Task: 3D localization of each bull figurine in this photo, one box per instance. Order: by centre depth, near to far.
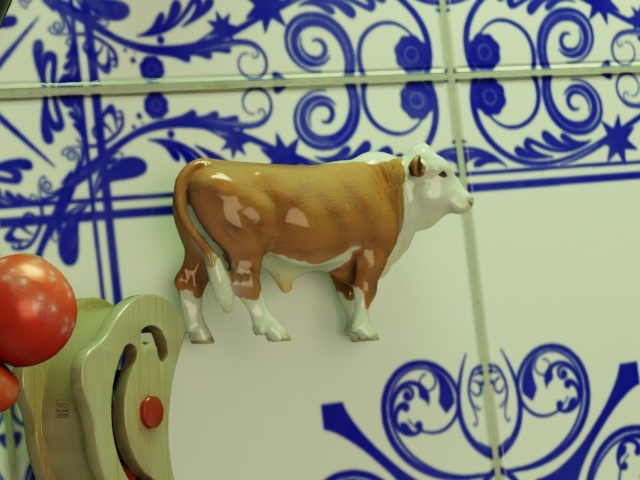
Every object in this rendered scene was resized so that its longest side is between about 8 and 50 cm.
[{"bbox_3d":[0.000,0.000,1.706,0.310,0.101,0.188,1,86,-29],"label":"bull figurine"}]

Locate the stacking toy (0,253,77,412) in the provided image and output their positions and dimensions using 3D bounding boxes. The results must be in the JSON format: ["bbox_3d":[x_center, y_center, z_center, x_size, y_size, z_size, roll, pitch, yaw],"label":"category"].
[{"bbox_3d":[-0.313,0.149,1.441,0.141,0.141,0.330,44,85,-18],"label":"stacking toy"}]

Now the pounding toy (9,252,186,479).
[{"bbox_3d":[-0.211,0.131,1.594,0.154,0.154,0.270,-26,109,-57],"label":"pounding toy"}]

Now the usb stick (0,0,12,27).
[{"bbox_3d":[-0.274,-0.297,1.620,0.077,0.045,0.278,29,71,-31],"label":"usb stick"}]
